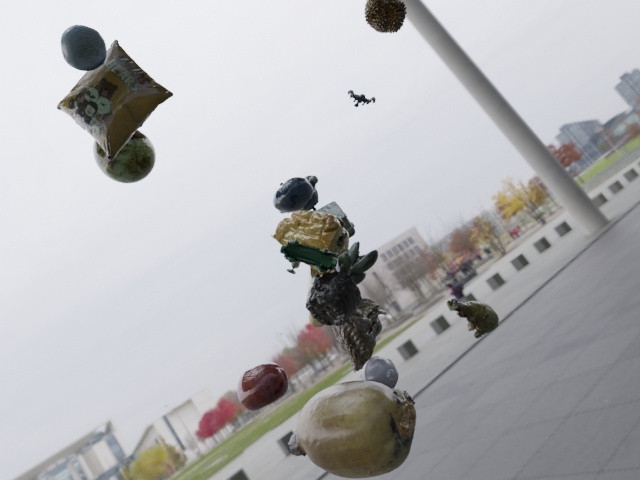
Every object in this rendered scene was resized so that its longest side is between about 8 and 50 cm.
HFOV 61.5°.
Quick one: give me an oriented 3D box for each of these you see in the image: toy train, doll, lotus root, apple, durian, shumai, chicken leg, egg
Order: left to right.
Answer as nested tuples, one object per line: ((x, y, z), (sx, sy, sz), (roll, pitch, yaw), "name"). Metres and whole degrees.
((-0.833, -0.370, 2.273), (0.238, 0.289, 0.238), (-39, -30, -28), "egg")
((-0.166, 0.416, 1.554), (0.154, 0.119, 0.153), (-23, -14, -6), "apple")
((-0.106, -0.191, 2.306), (0.228, 0.154, 0.258), (-42, -20, 15), "doll")
((-0.034, 0.044, 1.592), (0.099, 0.172, 0.070), (-52, -22, -88), "toy train")
((0.043, 0.376, 1.061), (0.310, 0.182, 0.183), (-25, -2, 38), "lotus root")
((0.152, 0.304, 1.831), (0.186, 0.218, 0.184), (-25, -17, -14), "shumai")
((0.137, 0.450, 1.509), (0.287, 0.151, 0.151), (-62, 7, -36), "doll")
((0.238, -0.830, 1.980), (0.136, 0.158, 0.168), (-59, -7, -3), "durian")
((0.375, 0.188, 1.338), (0.178, 0.093, 0.070), (27, -17, -38), "chicken leg")

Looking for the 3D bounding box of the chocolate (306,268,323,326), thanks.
((0.009, 0.221, 2.199), (0.162, 0.162, 0.445), (-31, -23, -24), "chocolate")

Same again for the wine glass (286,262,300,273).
((-0.102, 0.093, 2.164), (0.039, 0.042, 0.083), (-83, 18, -65), "wine glass")

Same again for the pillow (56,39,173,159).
((-0.688, -0.469, 1.788), (0.312, 0.310, 0.119), (-47, -17, -1), "pillow")

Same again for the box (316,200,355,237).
((0.070, -0.086, 2.617), (0.148, 0.129, 0.210), (-29, 32, -1), "box")

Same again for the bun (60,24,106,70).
((-0.741, -0.597, 1.674), (0.083, 0.140, 0.141), (12, 25, 39), "bun")

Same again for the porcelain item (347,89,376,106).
((0.170, -0.613, 2.363), (0.136, 0.021, 0.075), (11, -35, -22), "porcelain item")

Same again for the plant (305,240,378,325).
((0.065, 0.121, 1.632), (0.274, 0.147, 0.149), (-56, -39, -31), "plant")

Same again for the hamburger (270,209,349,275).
((0.000, -0.003, 1.926), (0.162, 0.330, 0.209), (30, -86, -50), "hamburger")
